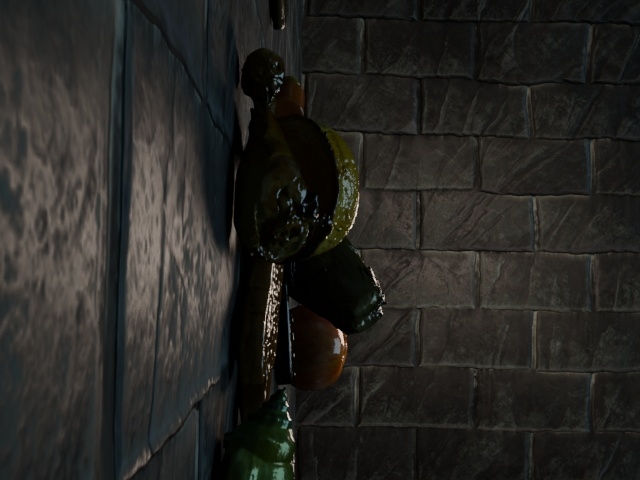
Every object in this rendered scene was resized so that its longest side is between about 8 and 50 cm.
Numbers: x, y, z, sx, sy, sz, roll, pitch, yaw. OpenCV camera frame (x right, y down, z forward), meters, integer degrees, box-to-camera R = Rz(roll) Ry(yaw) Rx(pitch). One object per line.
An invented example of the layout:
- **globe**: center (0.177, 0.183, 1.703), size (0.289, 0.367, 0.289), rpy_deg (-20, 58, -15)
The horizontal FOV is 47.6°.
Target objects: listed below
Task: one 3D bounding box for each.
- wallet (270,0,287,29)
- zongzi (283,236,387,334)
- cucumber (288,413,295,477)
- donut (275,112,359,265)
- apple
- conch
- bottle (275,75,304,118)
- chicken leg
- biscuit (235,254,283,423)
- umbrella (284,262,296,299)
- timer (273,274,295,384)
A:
- **wallet**: center (-0.073, -0.477, 1.260), size (0.198, 0.031, 0.110), rpy_deg (92, -2, -59)
- **zongzi**: center (0.000, 0.000, 1.344), size (0.274, 0.145, 0.300), rpy_deg (29, -45, 50)
- **cucumber**: center (-0.069, 0.273, 0.912), size (0.265, 0.077, 0.077), rpy_deg (-96, -174, -71)
- **donut**: center (-0.014, -0.065, 0.870), size (0.146, 0.078, 0.181), rpy_deg (-29, -112, 41)
- **apple**: center (-0.018, 0.256, 1.727), size (0.209, 0.164, 0.209), rpy_deg (1, 90, -87)
- **conch**: center (-0.069, 0.241, 0.707), size (0.095, 0.080, 0.200), rpy_deg (62, 32, -50)
- **bottle**: center (-0.058, -0.246, 1.265), size (0.187, 0.069, 0.069), rpy_deg (-87, 178, -60)
- **chicken leg**: center (-0.060, -0.098, 0.810), size (0.107, 0.087, 0.251), rpy_deg (-30, -120, 51)
- **biscuit**: center (-0.078, 0.100, 0.930), size (0.295, 0.044, 0.186), rpy_deg (-87, -179, -57)
- **umbrella**: center (-0.069, -0.025, 1.306), size (0.044, 0.044, 0.269), rpy_deg (5, -75, 52)
- **timer**: center (-0.075, 0.160, 1.282), size (0.144, 0.055, 0.187), rpy_deg (104, -17, -79)
